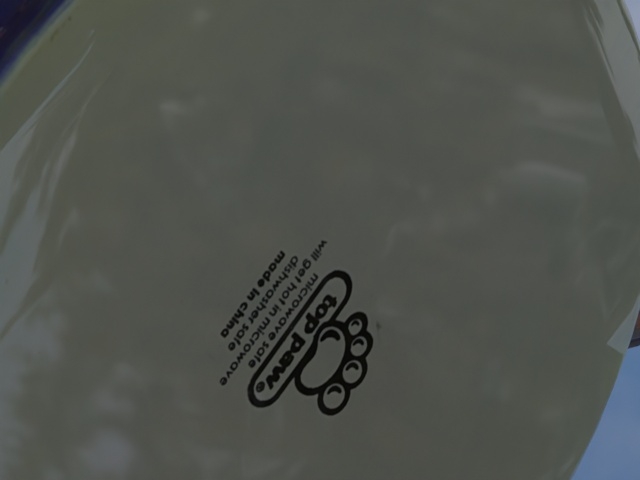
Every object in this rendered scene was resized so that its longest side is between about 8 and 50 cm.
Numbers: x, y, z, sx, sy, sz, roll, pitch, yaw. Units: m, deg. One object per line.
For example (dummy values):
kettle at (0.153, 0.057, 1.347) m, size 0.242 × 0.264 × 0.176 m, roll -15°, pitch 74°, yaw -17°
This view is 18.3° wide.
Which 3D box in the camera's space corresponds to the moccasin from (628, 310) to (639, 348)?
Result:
moccasin at (-0.002, 0.001, 0.971) m, size 0.380 × 0.147 × 0.139 m, roll -11°, pitch -172°, yaw 36°

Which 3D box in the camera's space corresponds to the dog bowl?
dog bowl at (-0.032, 0.009, 0.541) m, size 0.265 × 0.265 × 0.104 m, roll -22°, pitch -147°, yaw -33°
